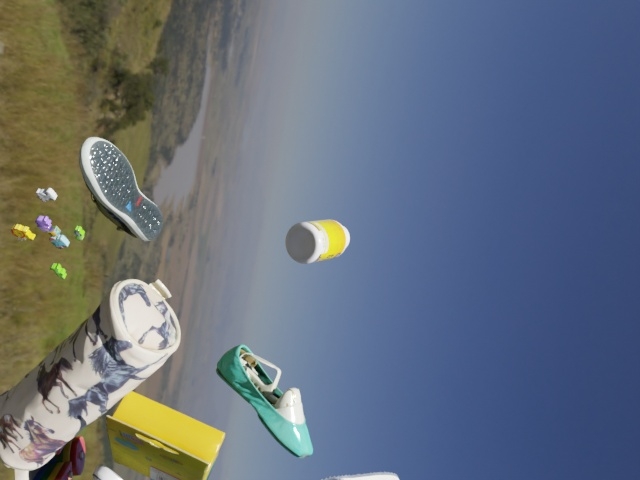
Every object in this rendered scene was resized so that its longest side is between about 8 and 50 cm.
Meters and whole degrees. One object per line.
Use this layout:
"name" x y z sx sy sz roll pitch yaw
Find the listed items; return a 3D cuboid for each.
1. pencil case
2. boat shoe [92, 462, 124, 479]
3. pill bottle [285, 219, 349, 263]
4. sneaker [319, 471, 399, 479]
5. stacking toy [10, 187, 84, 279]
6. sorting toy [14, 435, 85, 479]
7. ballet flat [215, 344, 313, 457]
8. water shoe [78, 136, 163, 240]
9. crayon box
"pencil case" -0.434 0.243 1.107 0.410 0.160 0.183 -41 -151 17
"boat shoe" -0.417 0.555 1.219 0.088 0.096 0.267 -45 149 -37
"pill bottle" 0.000 0.000 1.734 0.215 0.117 0.117 -9 115 -60
"sneaker" 0.058 0.531 1.148 0.112 0.319 0.131 -61 -140 29
"stacking toy" -0.769 -0.020 1.712 0.221 0.052 0.167 70 23 -45
"sorting toy" -0.597 0.449 1.347 0.255 0.089 0.257 -150 -122 -80
"ballet flat" -0.090 0.285 1.102 0.087 0.247 0.083 -53 161 13
"water shoe" -0.306 -0.066 0.868 0.203 0.080 0.073 70 35 -50
"crayon box" -0.298 0.394 1.156 0.318 0.202 0.081 115 0 -55
